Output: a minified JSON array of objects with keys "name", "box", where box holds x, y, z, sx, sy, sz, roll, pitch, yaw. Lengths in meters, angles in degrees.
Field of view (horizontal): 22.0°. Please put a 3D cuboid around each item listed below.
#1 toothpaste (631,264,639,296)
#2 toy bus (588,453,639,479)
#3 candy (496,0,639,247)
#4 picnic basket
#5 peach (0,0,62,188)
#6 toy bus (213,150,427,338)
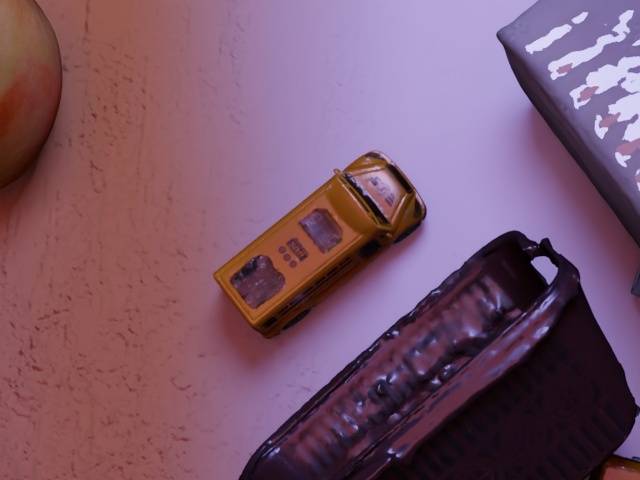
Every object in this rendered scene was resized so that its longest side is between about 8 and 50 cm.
[{"name":"toothpaste","box":[0.332,0.059,1.213,0.205,0.036,0.056,20,82,6]},{"name":"toy bus","box":[0.283,0.216,1.159,0.201,0.114,0.098,15,86,9]},{"name":"candy","box":[0.301,-0.063,1.146,0.208,0.145,0.358,-35,68,3]},{"name":"picnic basket","box":[0.086,0.140,1.166,0.297,0.222,0.129,-41,102,1]},{"name":"peach","box":[-0.281,-0.124,1.248,0.184,0.184,0.184,-1,83,8]},{"name":"toy bus","box":[0.000,0.000,1.244,0.162,0.074,0.069,-39,78,3]}]
